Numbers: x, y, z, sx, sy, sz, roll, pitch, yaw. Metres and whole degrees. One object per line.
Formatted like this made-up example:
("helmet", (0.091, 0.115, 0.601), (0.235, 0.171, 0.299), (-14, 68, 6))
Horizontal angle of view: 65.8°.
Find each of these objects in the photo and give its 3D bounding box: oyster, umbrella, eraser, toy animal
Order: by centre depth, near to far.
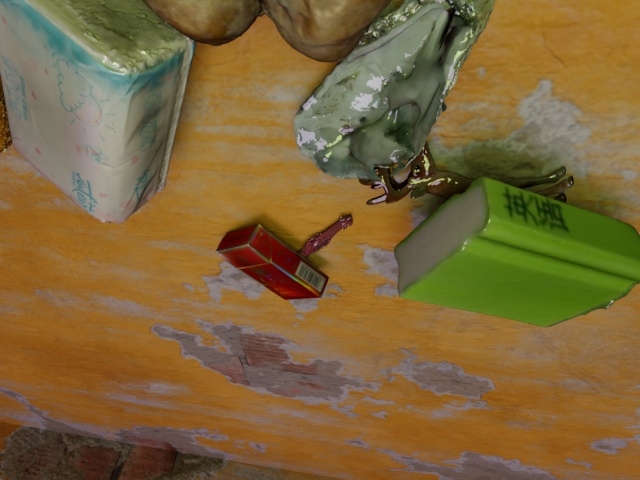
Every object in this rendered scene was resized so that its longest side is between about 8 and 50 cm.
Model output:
("oyster", (0.063, -0.169, 0.557), (0.200, 0.087, 0.251), (21, 127, 21))
("eraser", (0.264, 0.029, 0.659), (0.275, 0.092, 0.210), (13, 148, -19))
("toy animal", (0.200, -0.045, 0.677), (0.260, 0.087, 0.243), (-9, 135, 21))
("umbrella", (0.000, 0.000, 0.837), (0.027, 0.025, 0.165), (43, 133, -9))

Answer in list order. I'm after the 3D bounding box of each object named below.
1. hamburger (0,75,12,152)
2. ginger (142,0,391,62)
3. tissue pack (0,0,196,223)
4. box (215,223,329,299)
("hamburger", (-0.454, -0.183, 0.655), (0.087, 0.137, 0.165), (-9, 151, -25))
("ginger", (-0.071, -0.262, 0.417), (0.305, 0.155, 0.244), (-2, 156, 9))
("tissue pack", (-0.272, -0.171, 0.584), (0.201, 0.124, 0.271), (41, 141, 6))
("box", (-0.084, 0.044, 0.874), (0.175, 0.048, 0.112), (38, 151, -29))
